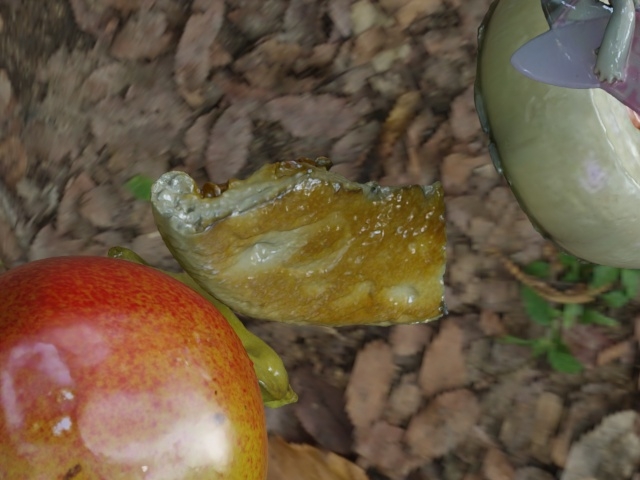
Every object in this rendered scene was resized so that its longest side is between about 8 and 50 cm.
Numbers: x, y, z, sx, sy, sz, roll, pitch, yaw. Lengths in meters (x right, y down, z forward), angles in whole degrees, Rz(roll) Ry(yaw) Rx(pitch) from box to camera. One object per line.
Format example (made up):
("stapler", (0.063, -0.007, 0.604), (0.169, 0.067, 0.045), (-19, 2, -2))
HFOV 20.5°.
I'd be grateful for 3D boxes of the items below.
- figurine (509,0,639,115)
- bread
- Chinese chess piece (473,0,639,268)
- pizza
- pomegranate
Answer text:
("figurine", (0.223, -0.157, 1.083), (0.205, 0.103, 0.260), (-34, 85, -18))
("bread", (-0.111, 0.096, 1.588), (0.088, 0.233, 0.161), (-42, 67, 7))
("Chinese chess piece", (0.246, -0.110, 1.439), (0.270, 0.112, 0.270), (17, 65, -41))
("pizza", (0.000, 0.000, 1.524), (0.365, 0.074, 0.182), (13, 124, -42))
("pomegranate", (-0.127, 0.132, 1.001), (0.221, 0.221, 0.256), (-20, 70, -10))
